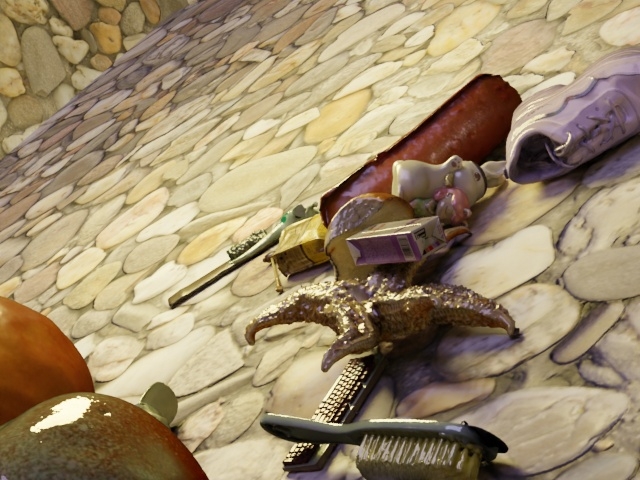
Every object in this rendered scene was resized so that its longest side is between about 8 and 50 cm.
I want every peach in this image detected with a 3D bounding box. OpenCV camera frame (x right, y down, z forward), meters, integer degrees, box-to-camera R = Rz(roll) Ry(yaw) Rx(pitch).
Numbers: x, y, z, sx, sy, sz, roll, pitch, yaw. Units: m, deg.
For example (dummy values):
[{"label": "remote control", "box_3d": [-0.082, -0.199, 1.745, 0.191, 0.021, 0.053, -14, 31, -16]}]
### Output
[{"label": "peach", "box_3d": [-0.416, 0.221, 1.419, 0.301, 0.343, 0.343, 15, 30, 0]}]

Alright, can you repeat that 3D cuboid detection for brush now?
[{"label": "brush", "box_3d": [0.042, 0.200, 1.155, 0.296, 0.068, 0.060, -4, 55, 46]}, {"label": "brush", "box_3d": [-0.147, 0.036, 1.822, 0.190, 0.028, 0.034, -32, 21, 2]}]

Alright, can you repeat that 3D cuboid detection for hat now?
[{"label": "hat", "box_3d": [-0.208, 0.242, 1.422, 0.122, 0.081, 0.166, -66, -10, 24]}]

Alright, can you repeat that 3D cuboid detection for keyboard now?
[{"label": "keyboard", "box_3d": [0.017, 0.178, 1.299, 0.055, 0.017, 0.166, -12, 29, 41]}]

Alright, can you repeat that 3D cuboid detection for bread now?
[{"label": "bread", "box_3d": [0.057, -0.002, 1.480, 0.126, 0.129, 0.044, -35, 53, -9]}]

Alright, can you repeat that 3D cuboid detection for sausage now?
[{"label": "sausage", "box_3d": [0.135, -0.100, 1.633, 0.330, 0.102, 0.102, -38, 22, -17]}]

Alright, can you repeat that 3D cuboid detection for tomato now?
[{"label": "tomato", "box_3d": [-0.236, 0.270, 1.069, 0.303, 0.239, 0.303, -30, -7, -4]}]

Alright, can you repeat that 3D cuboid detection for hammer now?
[{"label": "hammer", "box_3d": [-0.062, 0.044, 1.707, 0.029, 0.014, 0.123, -27, 24, 4]}]

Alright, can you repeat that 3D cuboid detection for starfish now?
[{"label": "starfish", "box_3d": [0.089, 0.073, 1.334, 0.301, 0.084, 0.293, -19, 12, -14]}]

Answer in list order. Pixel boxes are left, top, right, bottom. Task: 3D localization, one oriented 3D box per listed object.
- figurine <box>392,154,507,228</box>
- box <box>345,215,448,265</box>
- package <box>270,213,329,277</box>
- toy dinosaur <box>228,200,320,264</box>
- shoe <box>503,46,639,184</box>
[{"label": "figurine", "box_3d": [0.163, -0.053, 1.539, 0.146, 0.098, 0.081, 3, -20, -4]}, {"label": "box", "box_3d": [0.084, 0.001, 1.380, 0.050, 0.036, 0.117, -28, 12, -33]}, {"label": "package", "box_3d": [0.000, 0.000, 1.669, 0.131, 0.047, 0.071, -19, 24, 34]}, {"label": "toy dinosaur", "box_3d": [-0.043, -0.022, 1.780, 0.187, 0.044, 0.106, -35, 6, 16]}, {"label": "shoe", "box_3d": [0.323, -0.142, 1.477, 0.245, 0.095, 0.138, -20, 28, 37]}]
